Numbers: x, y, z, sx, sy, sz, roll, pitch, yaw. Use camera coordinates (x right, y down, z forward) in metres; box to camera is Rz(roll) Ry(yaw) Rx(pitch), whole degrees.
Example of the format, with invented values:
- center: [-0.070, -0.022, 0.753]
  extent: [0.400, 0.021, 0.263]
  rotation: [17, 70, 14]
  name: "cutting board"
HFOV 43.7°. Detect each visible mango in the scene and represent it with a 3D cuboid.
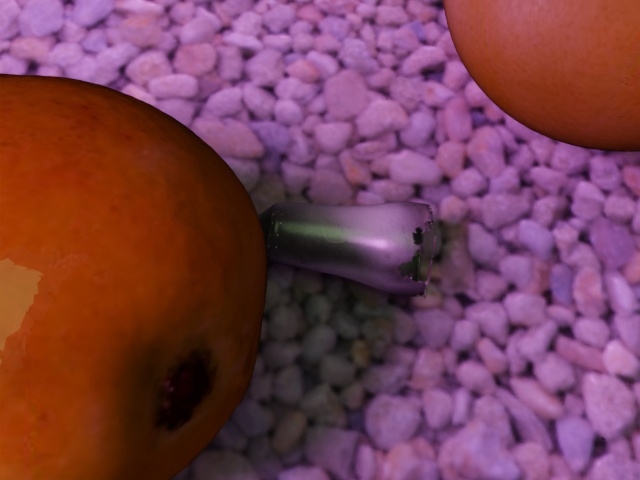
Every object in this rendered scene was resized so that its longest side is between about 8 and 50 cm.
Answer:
- center: [-0.250, 0.035, 0.434]
  extent: [0.445, 0.232, 0.300]
  rotation: [-1, 34, 6]
  name: "mango"

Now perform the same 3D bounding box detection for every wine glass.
- center: [0.000, 0.000, 0.568]
  extent: [0.155, 0.072, 0.072]
  rotation: [7, 66, -1]
  name: "wine glass"

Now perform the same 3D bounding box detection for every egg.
- center: [0.245, -0.192, 0.570]
  extent: [0.322, 0.250, 0.250]
  rotation: [-11, 68, -17]
  name: "egg"
